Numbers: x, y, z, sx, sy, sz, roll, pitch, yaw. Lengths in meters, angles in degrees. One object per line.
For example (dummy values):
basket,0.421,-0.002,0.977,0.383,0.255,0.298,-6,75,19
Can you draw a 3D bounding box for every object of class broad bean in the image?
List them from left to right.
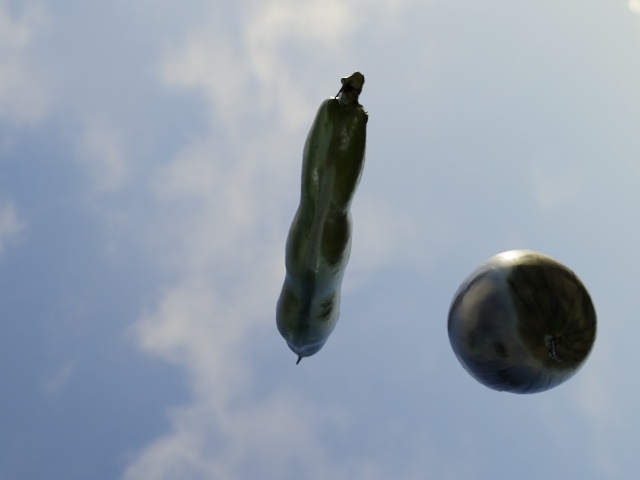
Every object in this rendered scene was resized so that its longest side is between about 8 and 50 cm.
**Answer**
broad bean,-0.001,0.002,0.905,0.065,0.047,0.254,-73,-5,-49

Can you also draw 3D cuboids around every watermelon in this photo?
watermelon,0.107,0.044,0.698,0.078,0.078,0.111,61,176,-2
